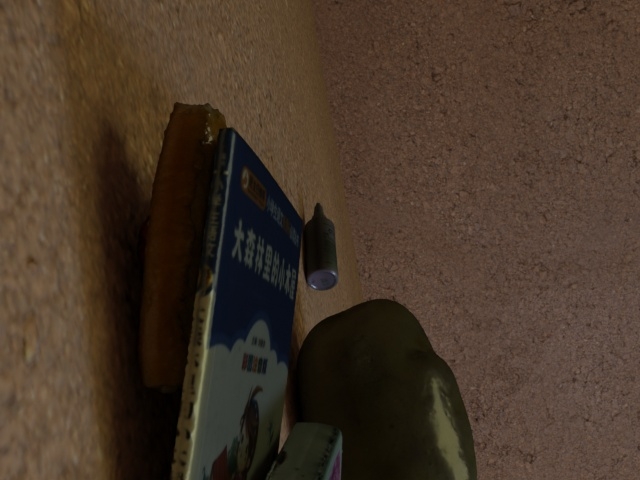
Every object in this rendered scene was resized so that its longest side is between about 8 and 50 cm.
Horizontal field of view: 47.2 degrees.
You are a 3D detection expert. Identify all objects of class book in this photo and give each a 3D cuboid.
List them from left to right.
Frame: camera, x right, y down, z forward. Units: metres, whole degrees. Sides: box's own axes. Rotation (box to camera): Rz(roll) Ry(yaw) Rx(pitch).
[{"bbox_3d":[-0.054,0.112,0.502,0.228,0.018,0.322,57,39,-76],"label":"book"}]

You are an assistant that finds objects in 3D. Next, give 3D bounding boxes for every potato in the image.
[{"bbox_3d":[0.085,0.247,0.986,0.243,0.221,0.326,91,-21,-75],"label":"potato"}]

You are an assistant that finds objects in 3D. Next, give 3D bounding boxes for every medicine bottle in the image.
[{"bbox_3d":[0.000,0.000,1.334,0.199,0.058,0.057,-93,171,-46],"label":"medicine bottle"}]

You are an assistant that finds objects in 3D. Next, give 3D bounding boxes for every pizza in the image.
[{"bbox_3d":[-0.084,0.013,0.517,0.199,0.062,0.188,54,42,-75],"label":"pizza"}]

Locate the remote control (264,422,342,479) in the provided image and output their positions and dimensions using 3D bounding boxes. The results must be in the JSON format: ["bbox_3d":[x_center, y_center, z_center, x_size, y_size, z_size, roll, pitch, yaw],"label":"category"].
[{"bbox_3d":[-0.033,0.243,0.472,0.344,0.050,0.145,-38,132,-78],"label":"remote control"}]
